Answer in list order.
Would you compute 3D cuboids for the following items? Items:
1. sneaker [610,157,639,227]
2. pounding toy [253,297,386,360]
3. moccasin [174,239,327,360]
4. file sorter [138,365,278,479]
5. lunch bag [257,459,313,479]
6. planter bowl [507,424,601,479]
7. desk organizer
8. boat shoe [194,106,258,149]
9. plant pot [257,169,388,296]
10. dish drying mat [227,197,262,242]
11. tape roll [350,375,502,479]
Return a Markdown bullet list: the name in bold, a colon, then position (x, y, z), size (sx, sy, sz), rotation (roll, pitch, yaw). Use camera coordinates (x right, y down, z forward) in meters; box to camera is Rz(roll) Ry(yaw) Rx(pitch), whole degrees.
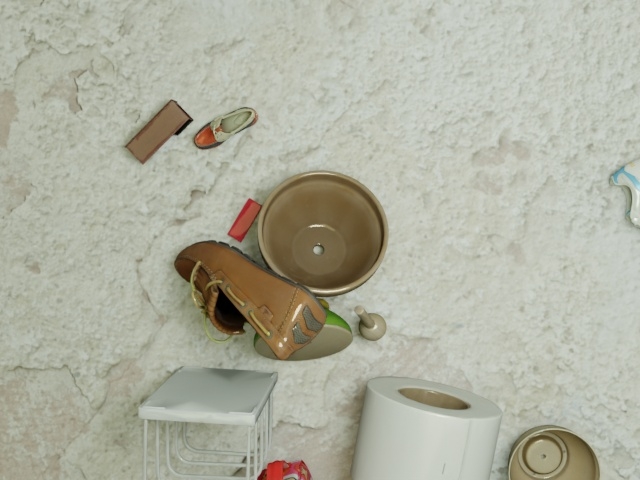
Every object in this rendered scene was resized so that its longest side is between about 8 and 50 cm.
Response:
- **sneaker**: position (0.614, -0.040, 1.400), size (0.092, 0.087, 0.229), rotation (-27, 83, 12)
- **pounding toy**: position (-0.011, 0.137, 1.425), size (0.236, 0.183, 0.110), rotation (-15, 61, 15)
- **moccasin**: position (-0.150, 0.106, 1.348), size (0.380, 0.139, 0.147), rotation (27, 69, 42)
- **file sorter**: position (-0.192, 0.346, 1.378), size (0.192, 0.277, 0.173), rotation (2, 94, 4)
- **lunch bag**: position (-0.055, 0.521, 1.363), size (0.120, 0.293, 0.258), rotation (-14, 94, 4)
- **planter bowl**: position (0.420, 0.410, 1.416), size (0.162, 0.109, 0.162), rotation (0, 93, 5)
- **desk organizer**: position (-0.309, -0.207, 1.477), size (0.130, 0.047, 0.050), rotation (-44, 91, 5)
- **boat shoe**: position (-0.183, -0.215, 1.468), size (0.137, 0.043, 0.049), rotation (-24, 92, 6)
- **plant pot**: position (0.000, 0.000, 1.411), size (0.237, 0.110, 0.237), rotation (2, 68, -6)
- **dish drying mat**: position (-0.146, -0.039, 1.491), size (0.032, 0.008, 0.083), rotation (31, 95, 3)
- **tape roll**: position (0.186, 0.357, 1.365), size (0.246, 0.246, 0.169), rotation (11, 94, 4)
